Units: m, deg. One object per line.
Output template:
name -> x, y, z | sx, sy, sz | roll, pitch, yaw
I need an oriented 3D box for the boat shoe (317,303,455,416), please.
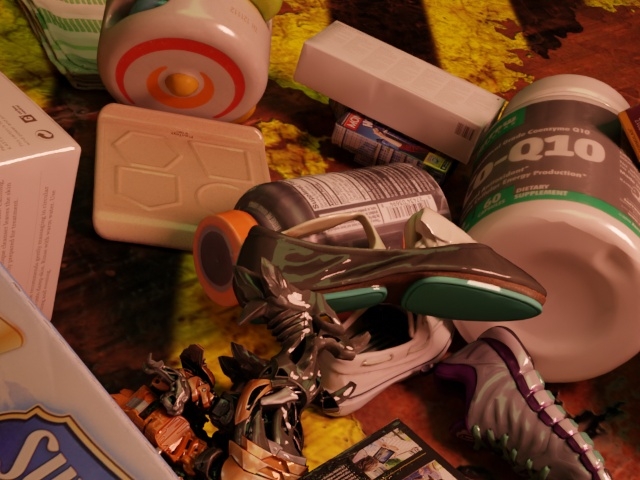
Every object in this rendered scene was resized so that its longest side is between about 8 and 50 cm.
boat shoe -> 0.072, 0.087, 0.988 | 0.083, 0.076, 0.226 | 32, 36, 17

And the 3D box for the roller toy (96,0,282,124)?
roller toy -> -0.152, -0.222, 1.192 | 0.191, 0.209, 0.146 | 9, 57, -12

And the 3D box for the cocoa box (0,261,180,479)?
cocoa box -> -0.159, 0.205, 0.518 | 0.228, 0.231, 0.347 | -35, 58, -21

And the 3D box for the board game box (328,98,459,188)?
board game box -> 0.086, -0.142, 1.329 | 0.194, 0.060, 0.194 | 24, 35, 9

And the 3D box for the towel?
towel -> -0.269, -0.297, 1.389 | 0.248, 0.038, 0.325 | -6, 41, -33

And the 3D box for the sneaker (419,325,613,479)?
sneaker -> 0.175, 0.183, 0.931 | 0.098, 0.083, 0.223 | -24, 50, -8

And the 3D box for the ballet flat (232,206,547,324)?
ballet flat -> 0.064, 0.019, 0.913 | 0.280, 0.095, 0.096 | 1, 69, -16

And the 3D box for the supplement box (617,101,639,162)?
supplement box -> 0.391, -0.108, 1.118 | 0.188, 0.081, 0.104 | -14, 79, -62

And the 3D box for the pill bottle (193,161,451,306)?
pill bottle -> 0.000, 0.000, 1.026 | 0.246, 0.130, 0.130 | -11, 45, -37

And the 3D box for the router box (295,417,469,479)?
router box -> 0.024, 0.205, 0.676 | 0.179, 0.046, 0.133 | -26, 41, -26

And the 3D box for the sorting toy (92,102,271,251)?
sorting toy -> -0.146, -0.061, 1.128 | 0.193, 0.038, 0.208 | 8, 40, -16

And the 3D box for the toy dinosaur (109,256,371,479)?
toy dinosaur -> -0.056, 0.160, 0.804 | 0.322, 0.164, 0.218 | 32, 47, -14

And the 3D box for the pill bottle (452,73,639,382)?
pill bottle -> 0.256, -0.032, 1.132 | 0.204, 0.204, 0.361 | 21, 34, 2

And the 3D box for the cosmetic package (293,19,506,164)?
cosmetic package -> 0.096, -0.182, 1.280 | 0.239, 0.060, 0.099 | 28, 37, 13

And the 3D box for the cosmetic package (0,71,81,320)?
cosmetic package -> -0.379, 0.005, 0.776 | 0.365, 0.197, 0.155 | -19, 49, -44
